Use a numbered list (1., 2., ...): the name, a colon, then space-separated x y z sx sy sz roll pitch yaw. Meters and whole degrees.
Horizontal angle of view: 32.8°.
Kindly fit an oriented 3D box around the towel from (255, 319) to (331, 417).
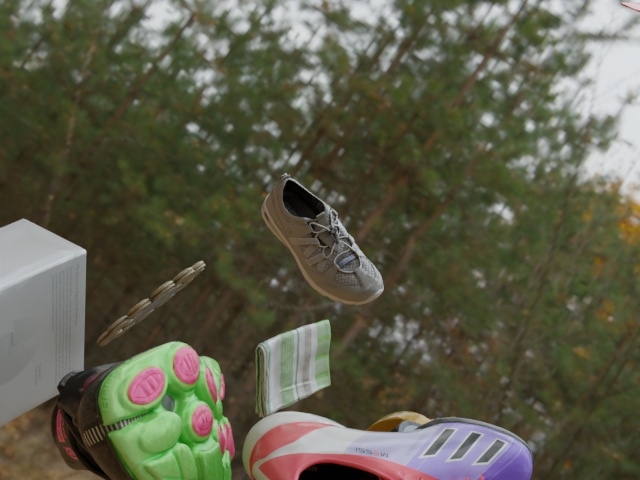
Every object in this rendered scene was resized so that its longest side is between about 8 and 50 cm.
1. towel: -0.036 0.184 1.576 0.023 0.113 0.152 14 20 39

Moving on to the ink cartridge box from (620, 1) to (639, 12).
1. ink cartridge box: 0.633 -0.293 1.385 0.308 0.091 0.385 -10 30 -39

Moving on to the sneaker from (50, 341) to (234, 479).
1. sneaker: -0.207 0.219 1.221 0.202 0.185 0.483 -10 -10 -3

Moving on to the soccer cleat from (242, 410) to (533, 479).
1. soccer cleat: 0.083 0.241 1.089 0.318 0.108 0.116 9 16 -20

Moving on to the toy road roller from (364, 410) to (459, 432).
1. toy road roller: 0.181 0.392 1.557 0.329 0.202 0.241 47 27 11

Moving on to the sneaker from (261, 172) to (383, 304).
1. sneaker: 0.000 0.000 1.903 0.281 0.105 0.115 43 -29 16

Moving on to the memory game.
1. memory game: -0.233 0.087 1.499 0.012 0.186 0.186 52 -8 2

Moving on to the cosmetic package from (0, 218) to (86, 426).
1. cosmetic package: -0.447 0.121 1.485 0.138 0.224 0.225 25 32 29
